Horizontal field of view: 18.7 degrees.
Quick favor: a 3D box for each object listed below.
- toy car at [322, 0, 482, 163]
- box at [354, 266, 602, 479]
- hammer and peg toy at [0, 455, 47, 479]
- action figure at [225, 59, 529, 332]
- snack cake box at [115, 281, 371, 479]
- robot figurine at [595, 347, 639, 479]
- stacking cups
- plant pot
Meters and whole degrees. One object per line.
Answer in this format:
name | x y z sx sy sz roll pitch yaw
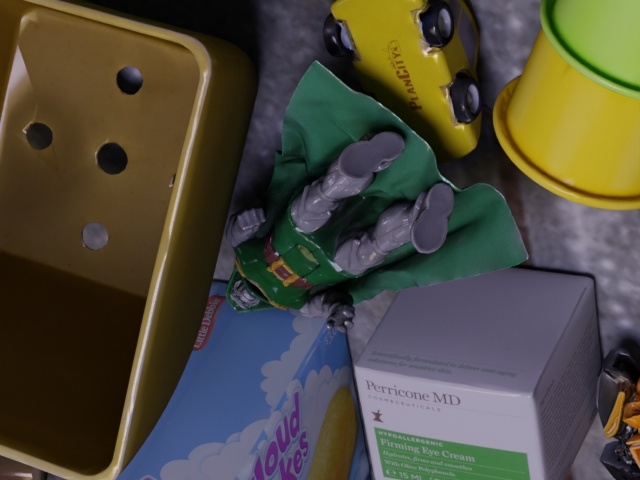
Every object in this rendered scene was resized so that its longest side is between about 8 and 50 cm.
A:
toy car | 0.000 -0.165 0.898 0.225 0.053 0.239 24 135 9
box | 0.086 0.074 1.025 0.101 0.102 0.087 8 129 24
hammer and peg toy | -0.247 0.188 1.194 0.127 0.266 0.361 4 131 2
action figure | 0.000 0.000 1.006 0.137 0.063 0.232 46 155 -3
snack cake box | -0.064 0.165 1.069 0.089 0.264 0.152 9 132 21
robot figurine | 0.267 0.152 1.008 0.211 0.085 0.291 -20 117 38
stacking cups | 0.157 -0.152 0.793 0.096 0.096 0.316 24 135 7
plant pot | -0.140 -0.030 0.966 0.212 0.187 0.212 17 104 13
